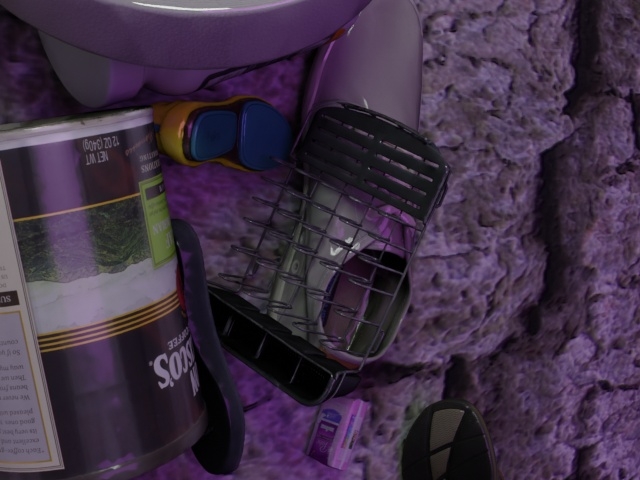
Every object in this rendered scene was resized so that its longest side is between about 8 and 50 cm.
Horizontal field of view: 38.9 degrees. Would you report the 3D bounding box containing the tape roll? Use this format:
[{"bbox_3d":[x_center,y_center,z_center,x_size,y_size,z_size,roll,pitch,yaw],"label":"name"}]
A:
[{"bbox_3d":[-0.114,-0.313,0.730,0.391,0.072,0.392,5,64,-9],"label":"tape roll"}]

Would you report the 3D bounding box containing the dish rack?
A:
[{"bbox_3d":[0.000,0.000,0.880,0.074,0.208,0.272,16,100,-53],"label":"dish rack"}]

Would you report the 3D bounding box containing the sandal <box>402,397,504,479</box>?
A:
[{"bbox_3d":[0.186,0.331,1.156,0.086,0.120,0.303,-47,126,-57],"label":"sandal"}]

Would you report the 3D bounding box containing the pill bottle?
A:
[{"bbox_3d":[-0.106,-0.225,0.827,0.278,0.162,0.162,-27,110,-33],"label":"pill bottle"}]

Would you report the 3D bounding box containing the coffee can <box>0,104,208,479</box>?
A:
[{"bbox_3d":[-0.214,0.040,0.747,0.201,0.201,0.275,-17,104,-35],"label":"coffee can"}]

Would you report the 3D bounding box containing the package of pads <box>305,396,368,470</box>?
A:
[{"bbox_3d":[0.018,0.216,1.036,0.032,0.050,0.083,28,78,-41],"label":"package of pads"}]

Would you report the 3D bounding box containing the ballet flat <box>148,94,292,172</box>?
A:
[{"bbox_3d":[-0.103,-0.108,0.884,0.231,0.077,0.077,-12,111,-69],"label":"ballet flat"}]

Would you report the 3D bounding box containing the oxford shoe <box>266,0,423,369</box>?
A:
[{"bbox_3d":[0.054,-0.061,0.991,0.169,0.130,0.450,16,84,-36],"label":"oxford shoe"}]

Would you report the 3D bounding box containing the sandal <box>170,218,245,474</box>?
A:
[{"bbox_3d":[-0.137,0.108,0.887,0.054,0.097,0.255,-16,94,-37],"label":"sandal"}]
